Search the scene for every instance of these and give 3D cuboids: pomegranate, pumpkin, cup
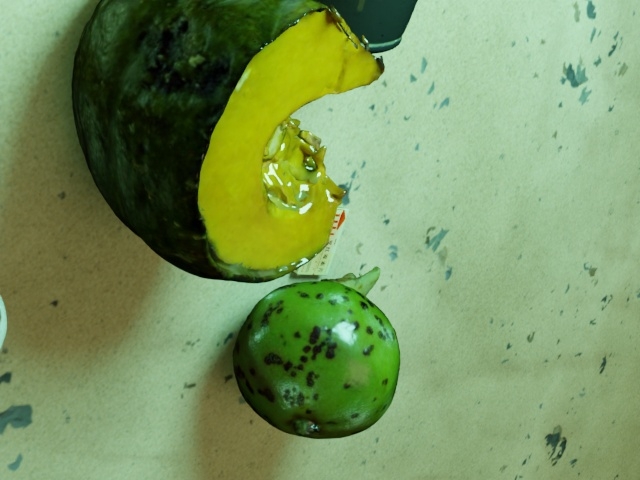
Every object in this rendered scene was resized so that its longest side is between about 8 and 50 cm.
[{"bbox_3d":[0.001,0.128,1.482,0.211,0.211,0.263,71,25,-43],"label":"pomegranate"},{"bbox_3d":[-0.102,-0.117,1.179,0.256,0.225,0.303,-5,116,-48],"label":"pumpkin"},{"bbox_3d":[0.007,-0.297,1.259,0.223,0.169,0.177,6,121,-12],"label":"cup"}]

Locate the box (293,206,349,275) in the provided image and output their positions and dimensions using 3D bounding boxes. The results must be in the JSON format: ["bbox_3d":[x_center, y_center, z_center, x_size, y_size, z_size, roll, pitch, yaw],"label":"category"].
[{"bbox_3d":[0.000,0.000,1.523,0.058,0.015,0.093,2,111,-49],"label":"box"}]

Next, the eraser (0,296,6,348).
[{"bbox_3d":[-0.447,0.040,0.898,0.331,0.150,0.331,-4,99,-25],"label":"eraser"}]
